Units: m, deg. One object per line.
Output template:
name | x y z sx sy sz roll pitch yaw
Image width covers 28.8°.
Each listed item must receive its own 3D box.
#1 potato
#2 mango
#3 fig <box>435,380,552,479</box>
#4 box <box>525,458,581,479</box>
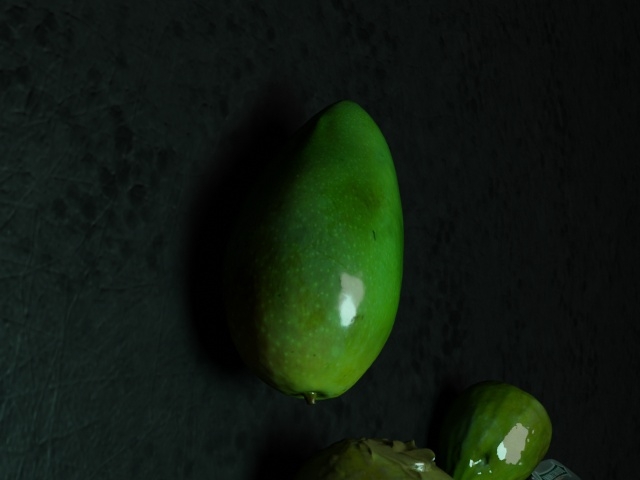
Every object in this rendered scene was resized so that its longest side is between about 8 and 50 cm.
potato | 0.020 0.363 1.472 0.299 0.196 0.246 -38 139 -23
mango | 0.000 0.000 1.441 0.225 0.201 0.382 41 49 -39
fig | 0.250 0.299 1.884 0.233 0.167 0.167 -19 104 -52
box | 0.319 0.460 1.971 0.120 0.069 0.224 -8 128 -59
